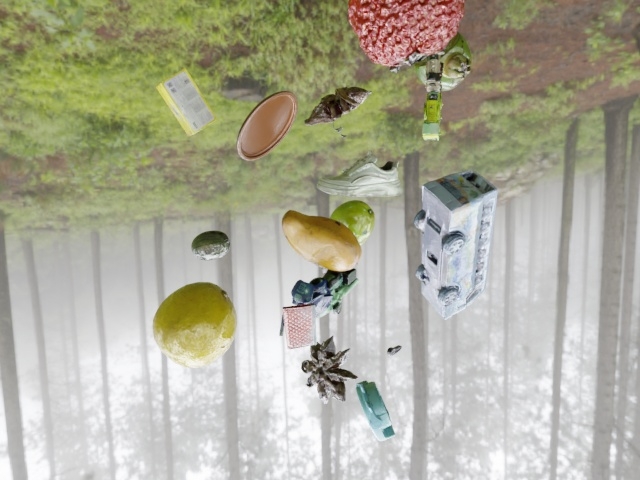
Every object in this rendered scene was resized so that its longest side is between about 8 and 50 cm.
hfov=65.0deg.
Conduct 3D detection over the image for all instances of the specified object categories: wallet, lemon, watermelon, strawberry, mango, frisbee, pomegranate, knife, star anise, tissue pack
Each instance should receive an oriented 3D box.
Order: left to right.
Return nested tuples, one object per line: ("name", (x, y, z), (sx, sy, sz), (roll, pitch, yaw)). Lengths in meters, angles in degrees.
("tissue pack", (-0.410, -0.422, 1.541), (0.095, 0.176, 0.062), (-41, -155, -23))
("lemon", (-0.493, 0.332, 1.997), (0.348, 0.348, 0.348), (-1, -173, 0))
("watermelon", (-0.289, 0.012, 1.333), (0.111, 0.078, 0.078), (-11, -175, 12))
("frisbee", (-0.162, -0.349, 1.533), (0.021, 0.251, 0.251), (43, -156, 16))
("wallet", (-0.065, 0.278, 1.618), (0.103, 0.196, 0.020), (-9, -139, -7))
("mango", (0.003, -0.002, 1.705), (0.295, 0.177, 0.120), (29, -148, 11))
("star anise", (0.028, 0.607, 2.346), (0.332, 0.331, 0.117), (5, -176, 41))
("star anise", (0.077, -0.554, 2.004), (0.292, 0.109, 0.349), (-27, -160, 28))
("mango", (0.103, -0.044, 1.973), (0.293, 0.175, 0.143), (-47, -170, 46))
("knife", (0.257, 0.379, 1.741), (0.018, 0.031, 0.121), (10, -175, 27))
("strawberry", (0.178, -0.534, 1.117), (0.261, 0.261, 0.257), (2, 178, 25))
("pomegranate", (0.450, -0.605, 1.725), (0.159, 0.190, 0.241), (45, 160, -29))

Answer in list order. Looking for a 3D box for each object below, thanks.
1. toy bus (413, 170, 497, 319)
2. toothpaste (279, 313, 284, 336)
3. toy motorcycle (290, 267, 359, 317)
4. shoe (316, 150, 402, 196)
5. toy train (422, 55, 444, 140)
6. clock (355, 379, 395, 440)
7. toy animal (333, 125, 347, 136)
("toy bus", (0.278, 0.016, 1.039), (0.136, 0.329, 0.109), (-24, -134, -13))
("toothpaste", (-0.133, 0.296, 1.771), (0.015, 0.083, 0.024), (19, 153, -28))
("toy motorcycle", (-0.001, 0.184, 1.752), (0.125, 0.196, 0.331), (19, -140, 31))
("shoe", (0.147, -0.237, 1.768), (0.316, 0.159, 0.124), (1, -165, -19))
("toy train", (0.310, -0.398, 1.379), (0.053, 0.249, 0.085), (2, 172, 15))
("clock", (0.227, 0.700, 2.112), (0.094, 0.274, 0.223), (-22, -131, 0))
("toy animal", (0.083, -0.471, 2.140), (0.084, 0.028, 0.050), (41, -172, -10))
